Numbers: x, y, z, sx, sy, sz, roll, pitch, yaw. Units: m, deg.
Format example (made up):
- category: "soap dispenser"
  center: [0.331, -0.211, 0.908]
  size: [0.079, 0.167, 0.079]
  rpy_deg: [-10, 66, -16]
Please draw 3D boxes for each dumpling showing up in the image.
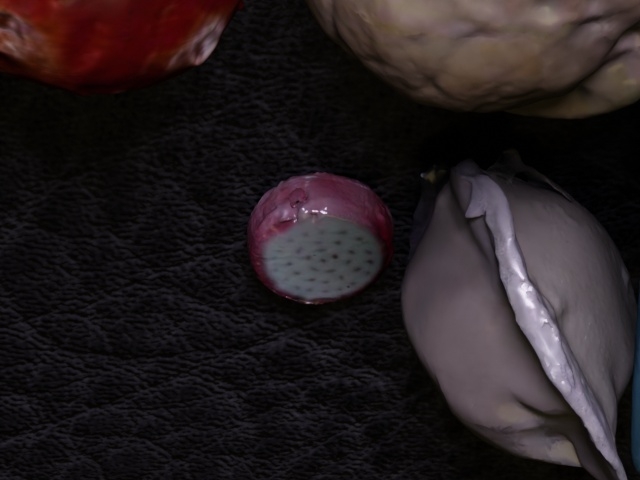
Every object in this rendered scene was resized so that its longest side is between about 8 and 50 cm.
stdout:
- category: "dumpling"
  center: [0.131, 0.073, 1.159]
  size: [0.163, 0.204, 0.293]
  rpy_deg: [-4, 145, 20]

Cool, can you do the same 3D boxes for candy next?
- category: "candy"
  center: [0.000, 0.000, 1.183]
  size: [0.103, 0.043, 0.103]
  rpy_deg: [-3, 137, -2]

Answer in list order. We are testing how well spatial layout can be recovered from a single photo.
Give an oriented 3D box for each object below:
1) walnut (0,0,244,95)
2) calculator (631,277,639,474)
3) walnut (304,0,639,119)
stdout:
- category: "walnut"
  center: [-0.110, -0.221, 0.839]
  size: [0.244, 0.222, 0.269]
  rpy_deg: [-18, 137, -35]
- category: "calculator"
  center: [0.234, -0.021, 1.039]
  size: [0.054, 0.256, 0.386]
  rpy_deg: [10, 137, 14]
- category: "walnut"
  center: [0.104, -0.175, 0.871]
  size: [0.248, 0.248, 0.248]
  rpy_deg: [-3, 136, -2]
